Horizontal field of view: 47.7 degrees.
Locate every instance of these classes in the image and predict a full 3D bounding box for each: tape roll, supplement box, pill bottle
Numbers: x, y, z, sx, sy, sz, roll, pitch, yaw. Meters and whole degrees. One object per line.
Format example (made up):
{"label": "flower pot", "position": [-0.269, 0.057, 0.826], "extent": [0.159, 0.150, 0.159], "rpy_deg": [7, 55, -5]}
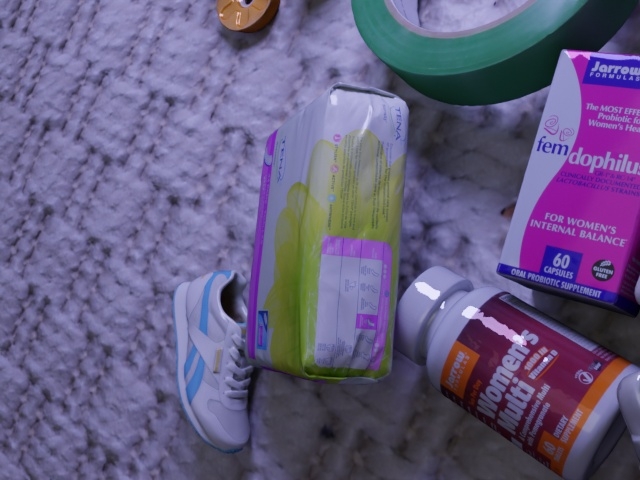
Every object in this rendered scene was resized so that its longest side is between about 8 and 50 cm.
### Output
{"label": "tape roll", "position": [0.185, -0.305, 0.772], "extent": [0.321, 0.077, 0.322], "rpy_deg": [-14, 65, 33]}
{"label": "supplement box", "position": [0.262, -0.053, 0.680], "extent": [0.111, 0.114, 0.220], "rpy_deg": [15, 87, 35]}
{"label": "pill bottle", "position": [0.180, 0.119, 0.693], "extent": [0.221, 0.121, 0.121], "rpy_deg": [32, 98, 33]}

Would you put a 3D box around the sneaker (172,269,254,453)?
{"label": "sneaker", "position": [-0.122, 0.148, 0.905], "extent": [0.092, 0.087, 0.229], "rpy_deg": [-22, 72, 26]}

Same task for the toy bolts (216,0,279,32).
{"label": "toy bolts", "position": [-0.081, -0.396, 0.938], "extent": [0.228, 0.158, 0.218], "rpy_deg": [15, 89, 34]}

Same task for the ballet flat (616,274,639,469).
{"label": "ballet flat", "position": [0.306, 0.089, 0.573], "extent": [0.146, 0.147, 0.409], "rpy_deg": [7, 71, 34]}

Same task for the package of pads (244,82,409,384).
{"label": "package of pads", "position": [0.000, 0.000, 0.785], "extent": [0.229, 0.101, 0.297], "rpy_deg": [166, 110, -68]}
